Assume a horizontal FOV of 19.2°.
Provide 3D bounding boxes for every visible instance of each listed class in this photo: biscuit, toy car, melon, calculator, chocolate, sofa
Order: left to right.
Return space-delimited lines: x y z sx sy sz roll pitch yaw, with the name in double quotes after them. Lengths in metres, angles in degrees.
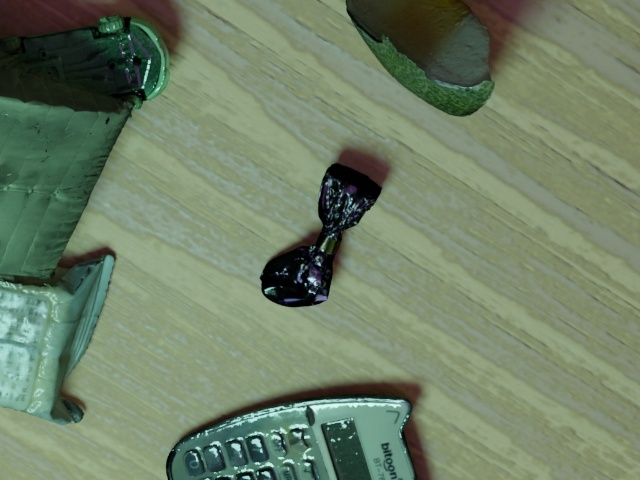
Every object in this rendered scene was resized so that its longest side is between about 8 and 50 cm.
-0.359 0.070 1.773 0.309 0.079 0.186 10 103 -8 "biscuit"
-0.316 -0.108 1.700 0.176 0.225 0.210 4 123 -42 "sofa"
-0.220 -0.153 1.726 0.186 0.058 0.093 -9 100 19 "toy car"
-0.023 0.240 1.830 0.268 0.040 0.177 -13 104 9 "calculator"
0.002 0.001 1.756 0.070 0.072 0.147 7 122 -40 "chocolate"
0.113 -0.160 1.679 0.093 0.202 0.139 -38 135 -5 "melon"
